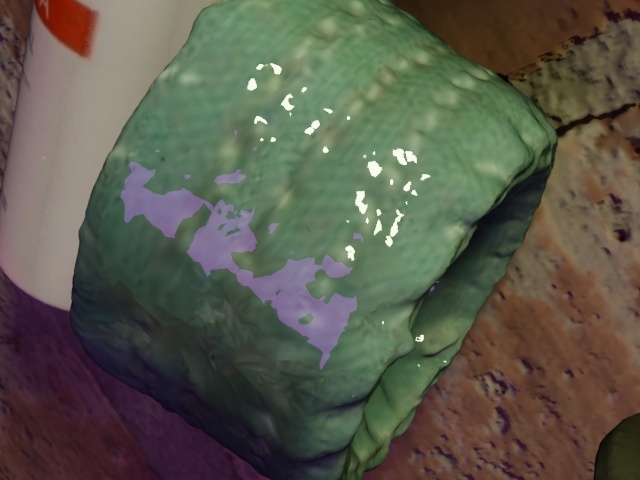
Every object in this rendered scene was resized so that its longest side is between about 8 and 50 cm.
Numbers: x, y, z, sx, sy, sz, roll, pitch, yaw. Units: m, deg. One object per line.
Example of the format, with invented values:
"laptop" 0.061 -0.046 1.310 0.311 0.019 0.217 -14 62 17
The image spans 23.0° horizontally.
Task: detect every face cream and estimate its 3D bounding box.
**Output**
"face cream" -0.080 -0.117 0.722 0.102 0.102 0.345 31 130 15

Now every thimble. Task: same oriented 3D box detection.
"thimble" 0.000 0.000 0.682 0.143 0.198 0.235 34 163 11

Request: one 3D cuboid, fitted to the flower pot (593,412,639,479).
"flower pot" 0.249 0.109 0.571 0.269 0.269 0.166 38 111 9
